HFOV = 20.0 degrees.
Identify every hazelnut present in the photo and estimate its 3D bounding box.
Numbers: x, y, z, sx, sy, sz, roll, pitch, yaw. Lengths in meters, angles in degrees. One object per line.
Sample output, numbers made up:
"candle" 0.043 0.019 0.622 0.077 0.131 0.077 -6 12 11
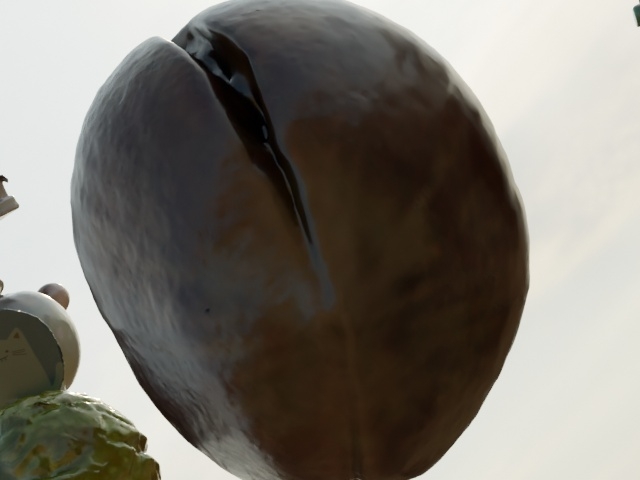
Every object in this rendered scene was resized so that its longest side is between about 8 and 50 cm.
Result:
"hazelnut" 0.000 0.000 1.527 0.402 0.429 0.402 -13 13 3

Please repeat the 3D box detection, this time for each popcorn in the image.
"popcorn" -0.257 0.240 1.727 0.212 0.198 0.198 -48 -17 31

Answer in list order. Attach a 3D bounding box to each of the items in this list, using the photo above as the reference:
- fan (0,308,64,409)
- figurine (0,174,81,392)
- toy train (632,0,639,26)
"fan" -0.303 0.154 1.781 0.113 0.175 0.005 -8 3 3
"figurine" -0.333 0.075 1.904 0.144 0.257 0.182 -35 -1 18
"toy train" 0.398 -0.143 1.719 0.150 0.221 0.304 -17 -47 3
